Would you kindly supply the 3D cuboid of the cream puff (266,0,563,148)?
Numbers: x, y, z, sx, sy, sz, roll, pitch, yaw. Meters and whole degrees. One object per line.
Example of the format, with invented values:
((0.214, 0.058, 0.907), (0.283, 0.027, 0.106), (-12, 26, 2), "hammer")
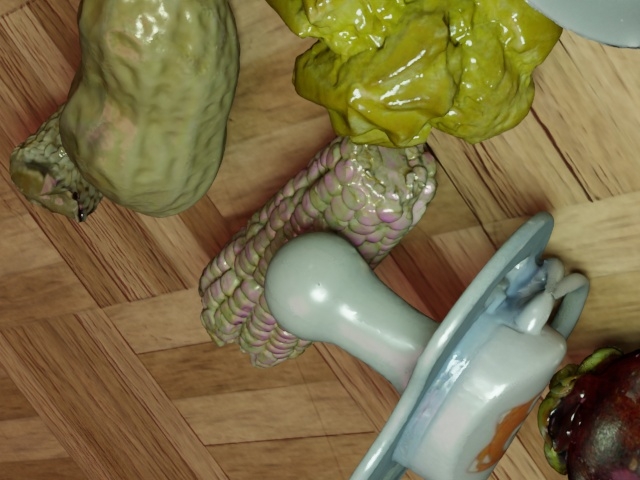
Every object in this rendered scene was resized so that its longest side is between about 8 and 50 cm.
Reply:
((0.058, -0.152, 1.300), (0.221, 0.195, 0.195), (51, 149, -15), "cream puff")

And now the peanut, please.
((-0.146, -0.130, 1.597), (0.152, 0.152, 0.313), (38, 146, 13), "peanut")

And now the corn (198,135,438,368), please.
((-0.002, -0.001, 1.605), (0.126, 0.126, 0.335), (45, 142, 2), "corn")

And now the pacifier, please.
((0.063, 0.072, 1.461), (0.233, 0.244, 0.299), (33, 117, 8), "pacifier")

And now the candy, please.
((-0.243, -0.074, 1.809), (0.085, 0.110, 0.095), (21, 153, 20), "candy")

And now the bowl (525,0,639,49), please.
((0.185, -0.218, 1.154), (0.189, 0.086, 0.189), (31, 148, 22), "bowl")

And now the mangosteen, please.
((0.245, 0.151, 1.443), (0.180, 0.166, 0.166), (26, 144, 32), "mangosteen")
